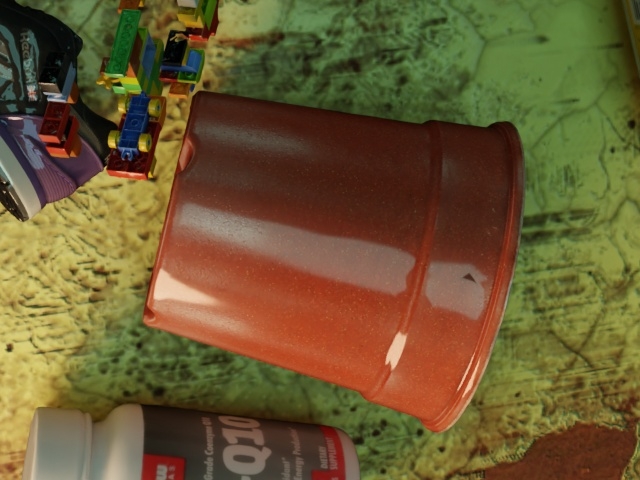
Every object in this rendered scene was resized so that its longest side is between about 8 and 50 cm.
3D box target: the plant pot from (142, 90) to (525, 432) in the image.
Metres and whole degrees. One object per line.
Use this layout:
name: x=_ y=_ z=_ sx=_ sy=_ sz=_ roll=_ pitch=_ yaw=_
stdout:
plant pot: x=0.000 y=0.000 z=1.036 sx=0.265 sy=0.272 sz=0.272 roll=14 pitch=99 yaw=-7

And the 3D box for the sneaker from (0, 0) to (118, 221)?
sneaker: x=-0.271 y=-0.166 z=1.019 sx=0.124 sy=0.107 sz=0.283 roll=-34 pitch=112 yaw=-19

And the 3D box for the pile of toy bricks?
pile of toy bricks: x=-0.149 y=-0.132 z=1.008 sx=0.118 sy=0.105 sz=0.212 roll=7 pitch=65 yaw=11

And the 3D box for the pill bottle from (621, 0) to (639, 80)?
pill bottle: x=0.364 y=-0.161 z=1.135 sx=0.136 sy=0.136 sz=0.246 roll=-20 pitch=106 yaw=-8

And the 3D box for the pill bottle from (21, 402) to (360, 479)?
pill bottle: x=-0.120 y=0.231 z=1.097 sx=0.283 sy=0.161 sz=0.161 roll=9 pitch=100 yaw=-15
